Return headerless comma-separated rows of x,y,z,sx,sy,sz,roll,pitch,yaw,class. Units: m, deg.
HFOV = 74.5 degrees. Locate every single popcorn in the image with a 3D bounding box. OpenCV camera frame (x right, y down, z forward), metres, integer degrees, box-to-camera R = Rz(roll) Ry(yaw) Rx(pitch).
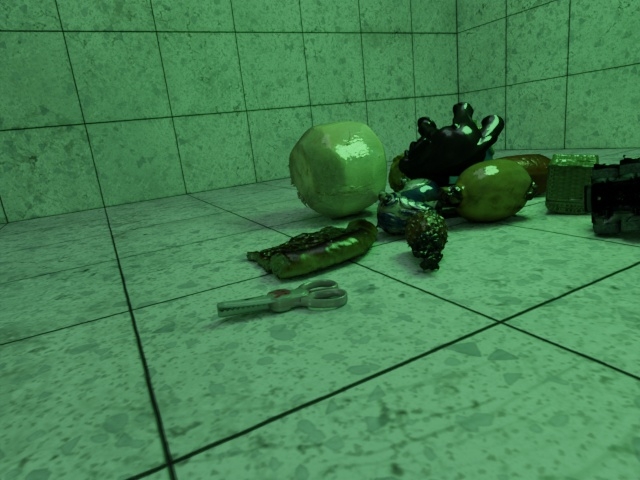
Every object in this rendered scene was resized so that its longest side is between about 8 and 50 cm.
0.389,-0.256,1.732,0.233,0.192,0.266,21,3,-18,popcorn

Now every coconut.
0.084,-0.256,1.545,0.360,0.347,0.346,-15,17,-24,coconut

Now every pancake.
0.003,0.001,1.127,0.426,0.067,0.304,-21,18,-38,pancake

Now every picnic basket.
0.770,-0.172,1.291,0.134,0.154,0.196,9,24,30,picnic basket

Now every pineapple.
0.243,0.008,0.961,0.108,0.108,0.198,-3,28,13,pineapple

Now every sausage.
0.733,-0.237,1.550,0.267,0.153,0.141,-6,36,3,sausage

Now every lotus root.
0.478,-0.141,1.240,0.309,0.183,0.182,-12,16,-19,lotus root

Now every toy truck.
0.778,-0.108,0.949,0.177,0.177,0.363,-3,1,-25,toy truck

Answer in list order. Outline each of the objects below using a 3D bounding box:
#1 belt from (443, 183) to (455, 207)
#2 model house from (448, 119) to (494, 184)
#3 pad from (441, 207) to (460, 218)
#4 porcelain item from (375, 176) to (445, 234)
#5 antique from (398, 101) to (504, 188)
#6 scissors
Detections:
0.456,-0.219,1.536,0.261,0.184,0.105,-2,14,19,belt
0.652,-0.368,1.834,0.215,0.304,0.237,5,17,16,model house
0.392,-0.087,1.418,0.211,0.003,0.143,-9,15,-8,pad
0.289,-0.101,1.257,0.186,0.138,0.288,13,26,35,porcelain item
0.406,-0.304,1.371,0.322,0.185,0.255,-9,43,45,antique
-0.071,0.113,0.795,0.242,0.031,0.118,-7,14,-18,scissors
